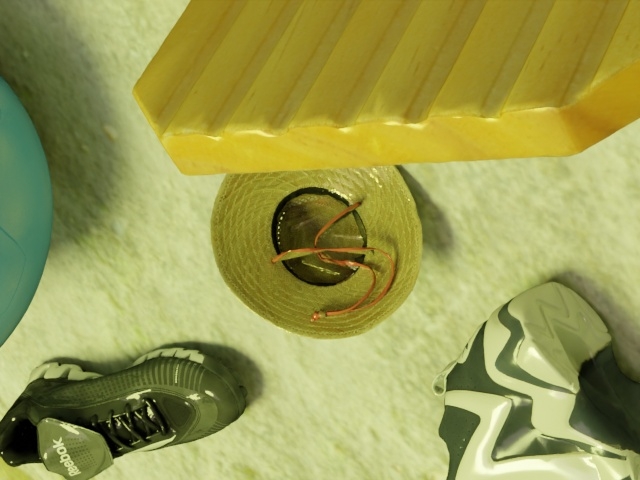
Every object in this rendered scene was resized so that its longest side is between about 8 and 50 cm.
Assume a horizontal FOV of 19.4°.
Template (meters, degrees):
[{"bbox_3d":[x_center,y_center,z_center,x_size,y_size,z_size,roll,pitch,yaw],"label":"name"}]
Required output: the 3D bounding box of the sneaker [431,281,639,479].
[{"bbox_3d":[0.161,0.154,1.227,0.235,0.094,0.153,49,136,-5],"label":"sneaker"}]

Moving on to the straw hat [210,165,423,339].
[{"bbox_3d":[0.000,0.000,1.244,0.144,0.144,0.061,34,177,9],"label":"straw hat"}]

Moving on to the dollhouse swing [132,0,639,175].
[{"bbox_3d":[0.042,-0.242,0.873,0.346,0.305,0.315,-1,121,36],"label":"dollhouse swing"}]

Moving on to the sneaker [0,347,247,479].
[{"bbox_3d":[-0.160,0.141,1.429,0.234,0.106,0.078,-7,118,38],"label":"sneaker"}]

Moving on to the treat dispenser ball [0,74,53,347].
[{"bbox_3d":[-0.331,-0.020,1.301,0.288,0.288,0.288,18,130,23],"label":"treat dispenser ball"}]
